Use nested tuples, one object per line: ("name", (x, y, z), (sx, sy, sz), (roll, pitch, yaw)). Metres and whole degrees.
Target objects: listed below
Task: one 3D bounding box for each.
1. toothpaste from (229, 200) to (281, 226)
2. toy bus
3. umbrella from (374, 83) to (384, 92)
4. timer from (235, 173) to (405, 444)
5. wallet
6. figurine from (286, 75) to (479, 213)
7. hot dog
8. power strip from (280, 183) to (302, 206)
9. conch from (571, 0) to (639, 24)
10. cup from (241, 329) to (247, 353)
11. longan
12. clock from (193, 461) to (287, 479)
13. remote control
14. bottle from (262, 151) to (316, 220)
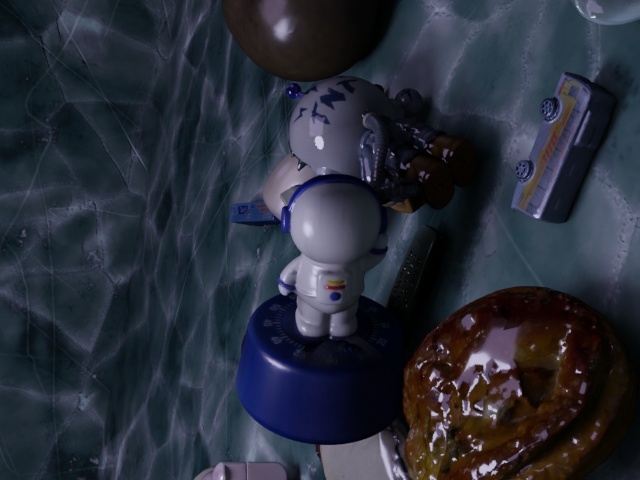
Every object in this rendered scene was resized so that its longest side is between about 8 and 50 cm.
("toothpaste", (-0.136, -0.065, 1.981), (0.272, 0.066, 0.053), (1, 81, 64))
("toy bus", (0.312, -0.117, 1.096), (0.075, 0.064, 0.190), (45, 122, 53))
("umbrella", (0.097, -0.170, 1.570), (0.071, 0.071, 0.248), (-27, 50, 59))
("timer", (0.015, 0.079, 1.264), (0.270, 0.271, 0.383), (-126, 35, -56))
("wallet", (0.089, 0.427, 1.363), (0.275, 0.068, 0.335), (-53, 43, 50))
("figurine", (0.091, -0.160, 1.402), (0.382, 0.261, 0.186), (32, 146, 43))
("hot dog", (0.216, 0.223, 1.042), (0.387, 0.174, 0.266), (-55, 33, 43))
("power strip", (0.000, 0.000, 1.514), (0.118, 0.046, 0.270), (61, -179, 29))
("conch", (0.368, -0.359, 1.002), (0.185, 0.121, 0.220), (-2, 87, 60))
("cup", (-0.050, 0.187, 1.645), (0.223, 0.169, 0.176), (-53, 6, -26))
("longan", (-0.037, -0.463, 1.662), (0.319, 0.319, 0.318), (-33, 52, 57))
("clock", (-0.179, 0.615, 1.712), (0.326, 0.184, 0.341), (135, 143, -56))
("remote control", (0.149, 0.081, 1.379), (0.072, 0.042, 0.221), (51, 127, 57))
("bottle", (0.000, -0.145, 1.659), (0.236, 0.148, 0.147), (-55, 35, 29))
